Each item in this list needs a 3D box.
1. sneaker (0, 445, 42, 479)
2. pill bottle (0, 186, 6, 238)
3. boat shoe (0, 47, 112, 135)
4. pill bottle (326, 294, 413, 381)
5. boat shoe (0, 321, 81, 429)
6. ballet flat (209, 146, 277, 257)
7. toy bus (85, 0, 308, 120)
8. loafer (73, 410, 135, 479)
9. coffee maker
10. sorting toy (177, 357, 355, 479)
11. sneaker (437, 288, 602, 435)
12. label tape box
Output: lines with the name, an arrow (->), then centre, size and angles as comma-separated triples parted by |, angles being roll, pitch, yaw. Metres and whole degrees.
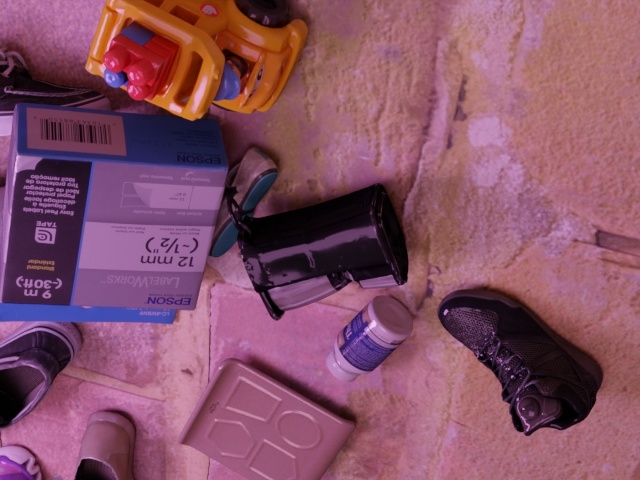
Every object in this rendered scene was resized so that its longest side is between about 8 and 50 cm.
sneaker -> -0.457, 0.439, 2.072 | 0.095, 0.104, 0.236 | -19, 115, 27
pill bottle -> -0.443, -0.015, 1.765 | 0.186, 0.112, 0.112 | -2, 121, 21
boat shoe -> -0.412, -0.187, 1.645 | 0.306, 0.113, 0.105 | 1, 103, 12
pill bottle -> 0.060, 0.130, 1.704 | 0.067, 0.067, 0.120 | 37, 126, -6
boat shoe -> -0.482, 0.220, 1.927 | 0.121, 0.119, 0.335 | 43, 126, -10
ballet flat -> -0.106, -0.050, 1.666 | 0.052, 0.057, 0.168 | 50, 125, 19
toy bus -> -0.149, -0.208, 1.472 | 0.220, 0.211, 0.149 | 27, 125, 0
loafer -> -0.332, 0.378, 1.993 | 0.102, 0.092, 0.268 | 11, 125, 13
coffee maker -> 0.000, 0.000, 1.593 | 0.178, 0.120, 0.171 | -17, 138, 17
sorting toy -> -0.077, 0.267, 1.867 | 0.208, 0.038, 0.193 | 27, 127, -4
sneaker -> 0.238, 0.151, 1.617 | 0.227, 0.130, 0.087 | 36, 125, -3
label tape box -> -0.270, 0.007, 1.651 | 0.249, 0.115, 0.348 | 3, 128, -17
